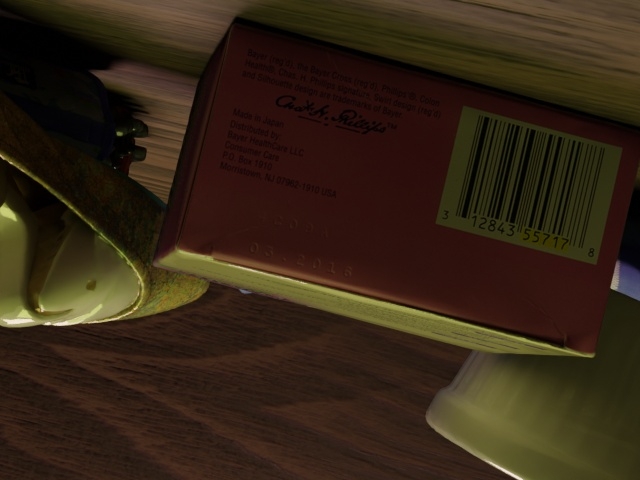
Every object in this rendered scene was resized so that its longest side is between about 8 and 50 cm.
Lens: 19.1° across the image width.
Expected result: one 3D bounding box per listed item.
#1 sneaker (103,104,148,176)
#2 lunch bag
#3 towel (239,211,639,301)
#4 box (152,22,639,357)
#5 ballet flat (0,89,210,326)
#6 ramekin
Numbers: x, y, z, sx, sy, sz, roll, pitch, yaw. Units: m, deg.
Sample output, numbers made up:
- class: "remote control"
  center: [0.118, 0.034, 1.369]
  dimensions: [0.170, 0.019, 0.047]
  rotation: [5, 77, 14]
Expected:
- class: "sneaker"
  center: [-0.199, -0.056, 1.411]
  dimensions: [0.135, 0.098, 0.276]
  rotation: [12, 177, -6]
- class: "lunch bag"
  center: [-0.208, -0.076, 1.189]
  dimensions: [0.128, 0.096, 0.151]
  rotation: [16, 173, -22]
- class: "towel"
  center: [0.084, 0.014, 1.303]
  dimensions: [0.336, 0.040, 0.243]
  rotation: [0, 171, 9]
- class: "box"
  center: [0.030, -0.019, 1.025]
  dimensions: [0.213, 0.117, 0.243]
  rotation: [14, 175, -7]
- class: "ballet flat"
  center: [-0.188, -0.017, 1.092]
  dimensions: [0.123, 0.123, 0.348]
  rotation: [10, 156, 40]
- class: "ramekin"
  center: [0.212, 0.117, 1.202]
  dimensions: [0.273, 0.127, 0.273]
  rotation: [25, 179, 0]
